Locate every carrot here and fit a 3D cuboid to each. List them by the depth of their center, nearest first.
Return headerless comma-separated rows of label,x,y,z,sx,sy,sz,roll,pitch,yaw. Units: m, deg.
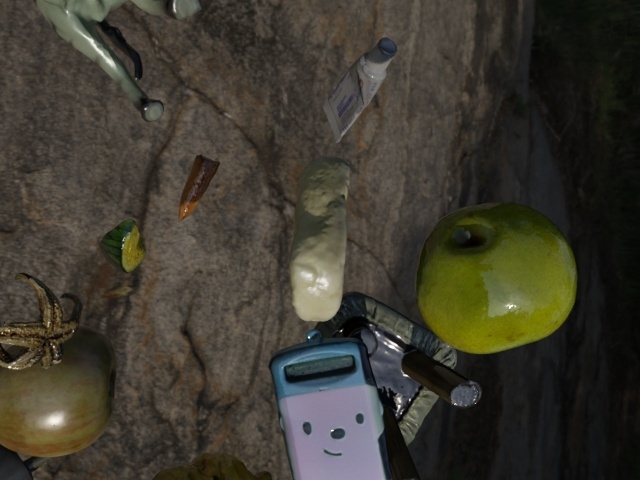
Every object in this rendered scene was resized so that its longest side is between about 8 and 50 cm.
carrot,-0.358,-0.144,1.672,0.072,0.072,0.205,25,90,-55

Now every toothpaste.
toothpaste,0.080,-0.338,1.293,0.068,0.282,0.099,22,58,-17

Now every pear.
pear,0.205,0.055,0.684,0.216,0.180,0.166,48,14,-48

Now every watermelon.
watermelon,-0.464,0.016,1.356,0.181,0.075,0.092,106,8,-67

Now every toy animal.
toy animal,-0.160,-0.185,0.327,0.073,0.176,0.217,-42,147,-18

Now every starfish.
starfish,-0.454,0.130,0.921,0.146,0.074,0.190,-70,159,-3

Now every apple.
apple,-0.535,0.298,1.178,0.257,0.234,0.257,-179,-90,-83

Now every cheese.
cheese,-0.002,0.000,0.954,0.159,0.093,0.263,89,5,-54

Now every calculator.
calculator,0.018,0.286,0.949,0.051,0.173,0.293,-23,102,-81

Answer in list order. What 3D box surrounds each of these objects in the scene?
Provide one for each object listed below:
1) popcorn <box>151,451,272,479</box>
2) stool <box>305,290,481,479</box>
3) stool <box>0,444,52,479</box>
popcorn,-0.189,0.491,0.904,0.281,0.316,0.297,88,-18,-67
stool,0.104,0.303,1.141,0.310,0.310,0.226,-62,-173,10
stool,-0.694,0.518,1.321,0.139,0.153,0.228,-37,131,-40
